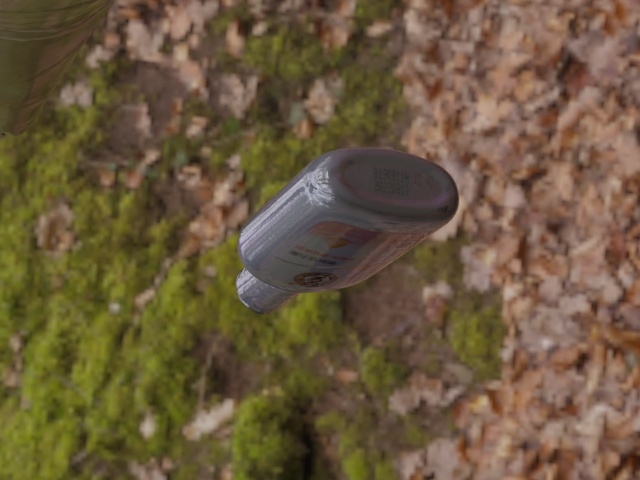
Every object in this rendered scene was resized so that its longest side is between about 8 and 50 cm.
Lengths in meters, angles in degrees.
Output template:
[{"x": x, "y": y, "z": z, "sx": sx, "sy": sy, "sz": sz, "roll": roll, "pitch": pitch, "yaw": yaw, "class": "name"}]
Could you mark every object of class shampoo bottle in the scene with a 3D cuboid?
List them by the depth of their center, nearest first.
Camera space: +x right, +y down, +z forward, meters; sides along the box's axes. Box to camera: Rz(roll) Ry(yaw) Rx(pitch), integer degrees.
[{"x": 0.000, "y": 0.000, "z": 0.692, "sx": 0.165, "sy": 0.079, "sz": 0.040, "roll": 141, "pitch": 130, "yaw": -58, "class": "shampoo bottle"}]

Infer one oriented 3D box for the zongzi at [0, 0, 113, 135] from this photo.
[{"x": -0.226, "y": -0.305, "z": 0.803, "sx": 0.447, "sy": 0.181, "sz": 0.418, "roll": 70, "pitch": 157, "yaw": 7, "class": "zongzi"}]
